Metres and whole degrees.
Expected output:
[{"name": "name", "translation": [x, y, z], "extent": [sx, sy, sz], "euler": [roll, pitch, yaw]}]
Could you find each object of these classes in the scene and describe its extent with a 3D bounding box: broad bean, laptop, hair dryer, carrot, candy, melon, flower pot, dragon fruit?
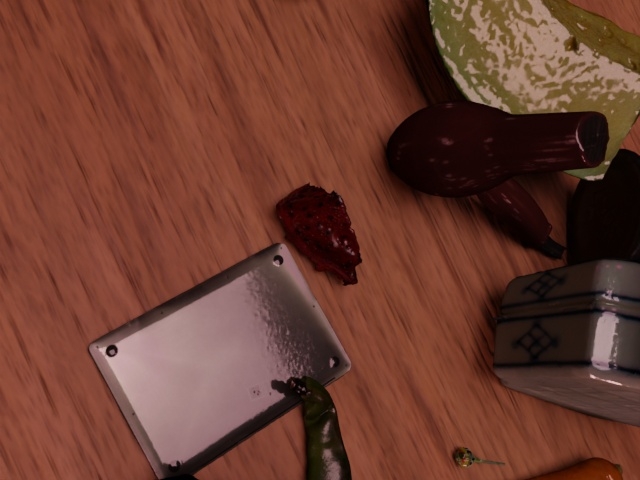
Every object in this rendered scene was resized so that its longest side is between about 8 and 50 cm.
[{"name": "broad bean", "translation": [0.004, 0.248, 0.796], "extent": [0.061, 0.046, 0.195], "euler": [-17, 93, -52]}, {"name": "laptop", "translation": [-0.108, 0.138, 0.794], "extent": [0.269, 0.015, 0.187], "euler": [-29, 89, -24]}, {"name": "hair dryer", "translation": [0.275, -0.057, 0.875], "extent": [0.340, 0.312, 0.123], "euler": [36, 75, -33]}, {"name": "carrot", "translation": [0.301, 0.335, 0.893], "extent": [0.257, 0.061, 0.061], "euler": [-5, 80, -19]}, {"name": "candy", "translation": [0.212, 0.289, 0.889], "extent": [0.083, 0.025, 0.023], "euler": [14, 101, -27]}, {"name": "melon", "translation": [0.292, -0.282, 0.944], "extent": [0.343, 0.226, 0.331], "euler": [28, 62, -1]}, {"name": "flower pot", "translation": [0.521, -0.016, 0.957], "extent": [0.267, 0.266, 0.266], "euler": [7, 76, -9]}, {"name": "dragon fruit", "translation": [-0.003, 0.001, 0.843], "extent": [0.063, 0.097, 0.131], "euler": [-25, 108, -21]}]

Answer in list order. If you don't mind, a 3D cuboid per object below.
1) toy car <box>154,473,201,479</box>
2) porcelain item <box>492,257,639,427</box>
[{"name": "toy car", "translation": [-0.089, 0.320, 0.715], "extent": [0.210, 0.089, 0.108], "euler": [21, 70, -22]}, {"name": "porcelain item", "translation": [0.385, 0.135, 0.846], "extent": [0.286, 0.281, 0.157], "euler": [20, 74, -15]}]
